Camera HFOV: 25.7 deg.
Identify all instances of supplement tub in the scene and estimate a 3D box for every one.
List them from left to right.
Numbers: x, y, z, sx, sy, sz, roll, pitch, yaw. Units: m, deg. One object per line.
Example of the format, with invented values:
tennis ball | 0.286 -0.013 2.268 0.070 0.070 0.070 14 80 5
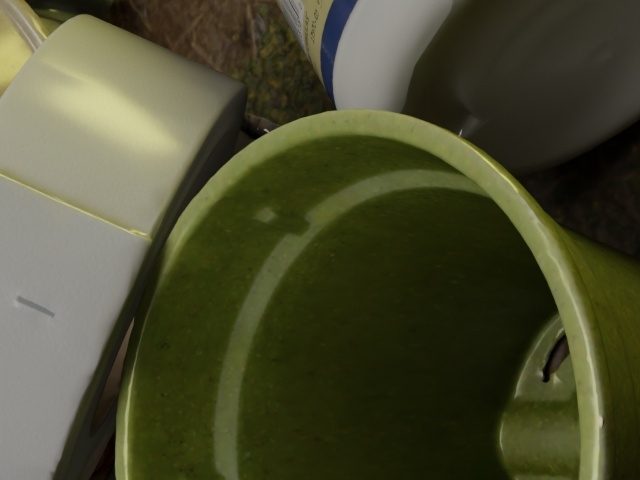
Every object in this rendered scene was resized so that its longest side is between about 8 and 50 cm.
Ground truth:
supplement tub | 0.059 -0.211 0.750 0.228 0.228 0.316 -47 56 30

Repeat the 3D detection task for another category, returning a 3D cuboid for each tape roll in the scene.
tape roll | -0.139 0.022 0.781 0.100 0.286 0.286 24 106 0

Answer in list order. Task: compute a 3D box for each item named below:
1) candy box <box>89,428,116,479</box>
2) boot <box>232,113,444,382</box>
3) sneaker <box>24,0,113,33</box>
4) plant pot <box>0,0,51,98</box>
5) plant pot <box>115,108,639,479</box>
candy box | -0.177 0.097 1.025 0.053 0.109 0.186 45 116 39
boot | 0.000 0.000 0.871 0.258 0.095 0.123 28 111 44
sneaker | -0.316 -0.177 1.189 0.330 0.122 0.146 24 100 44
plant pot | -0.372 -0.018 1.006 0.334 0.305 0.333 18 117 39
plant pot | 0.087 0.095 0.663 0.276 0.254 0.276 -8 78 44
